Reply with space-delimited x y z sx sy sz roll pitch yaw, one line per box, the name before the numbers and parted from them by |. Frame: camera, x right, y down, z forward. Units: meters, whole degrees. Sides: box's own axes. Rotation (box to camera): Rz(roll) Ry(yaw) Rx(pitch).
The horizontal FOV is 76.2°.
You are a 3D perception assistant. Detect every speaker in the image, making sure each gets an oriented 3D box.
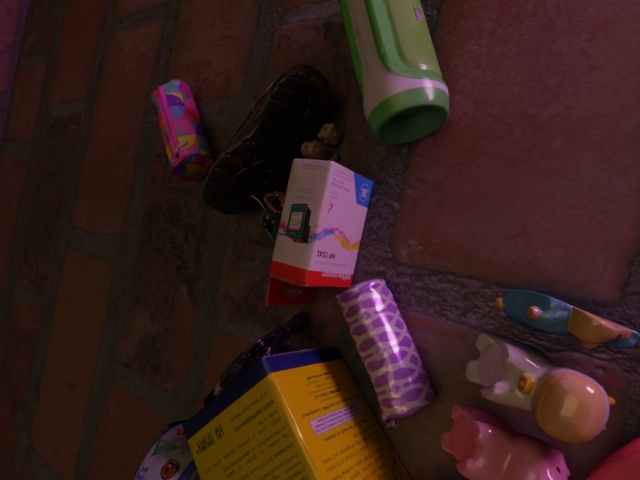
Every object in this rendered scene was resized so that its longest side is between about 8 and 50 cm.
speaker | 0.105 -0.305 0.625 0.131 0.131 0.296 -19 73 31

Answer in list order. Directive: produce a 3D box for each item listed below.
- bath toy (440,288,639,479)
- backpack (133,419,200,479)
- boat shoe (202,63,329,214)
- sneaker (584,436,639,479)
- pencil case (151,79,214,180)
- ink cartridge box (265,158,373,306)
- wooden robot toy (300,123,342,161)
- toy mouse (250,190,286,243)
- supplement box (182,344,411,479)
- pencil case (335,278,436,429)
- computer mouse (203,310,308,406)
bath toy | 0.230 0.238 0.473 0.129 0.151 0.348 21 95 -9
backpack | -0.199 0.438 0.657 0.213 0.276 0.263 5 73 29
boat shoe | -0.103 -0.187 0.771 0.324 0.123 0.120 -45 30 21
sneaker | 0.290 0.301 0.394 0.314 0.136 0.116 -46 74 6
pencil case | -0.313 -0.249 0.921 0.104 0.104 0.236 -34 65 26
ink cartridge box | 0.000 0.000 0.649 0.078 0.134 0.230 12 91 34
wooden robot toy | -0.027 -0.126 0.728 0.079 0.076 0.173 18 93 46
toy mouse | -0.074 -0.044 0.738 0.143 0.031 0.161 44 145 29
supplement box | -0.005 0.357 0.565 0.194 0.195 0.356 -42 62 21
pencil case | 0.092 0.158 0.599 0.088 0.086 0.206 -44 57 48
computer mouse | -0.123 0.234 0.681 0.060 0.184 0.262 48 110 10
